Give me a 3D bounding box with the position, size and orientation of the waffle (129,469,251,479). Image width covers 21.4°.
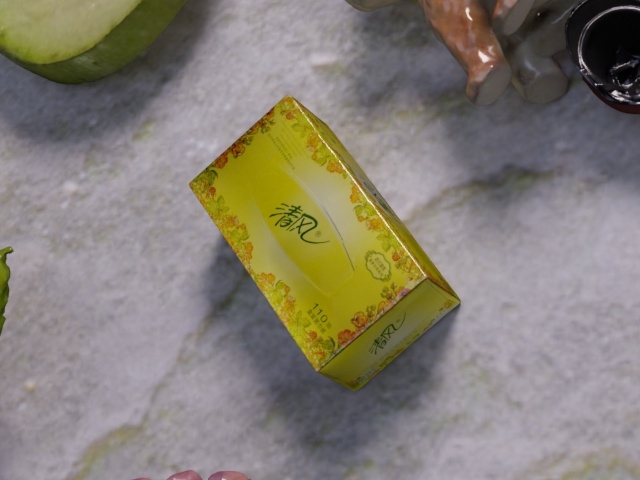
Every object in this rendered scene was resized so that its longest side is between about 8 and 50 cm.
[{"bbox_3d":[-0.109,0.252,1.059,0.234,0.055,0.221,-26,55,36],"label":"waffle"}]

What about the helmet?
[{"bbox_3d":[0.191,-0.112,1.055,0.065,0.049,0.084,-42,72,-5],"label":"helmet"}]

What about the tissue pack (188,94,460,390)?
[{"bbox_3d":[0.000,0.000,1.113,0.095,0.062,0.176,-41,61,10],"label":"tissue pack"}]

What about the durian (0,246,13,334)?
[{"bbox_3d":[-0.366,0.055,1.198,0.256,0.204,0.340,40,136,6],"label":"durian"}]

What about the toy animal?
[{"bbox_3d":[0.101,-0.206,1.090,0.185,0.104,0.184,44,118,39],"label":"toy animal"}]

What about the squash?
[{"bbox_3d":[-0.173,-0.245,1.263,0.252,0.049,0.252,-11,72,37],"label":"squash"}]
